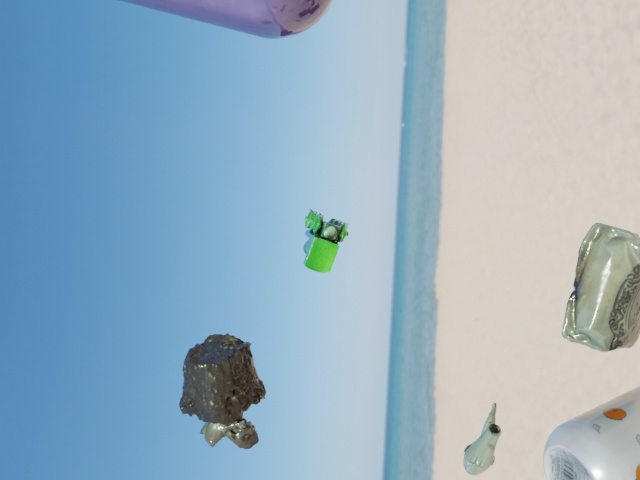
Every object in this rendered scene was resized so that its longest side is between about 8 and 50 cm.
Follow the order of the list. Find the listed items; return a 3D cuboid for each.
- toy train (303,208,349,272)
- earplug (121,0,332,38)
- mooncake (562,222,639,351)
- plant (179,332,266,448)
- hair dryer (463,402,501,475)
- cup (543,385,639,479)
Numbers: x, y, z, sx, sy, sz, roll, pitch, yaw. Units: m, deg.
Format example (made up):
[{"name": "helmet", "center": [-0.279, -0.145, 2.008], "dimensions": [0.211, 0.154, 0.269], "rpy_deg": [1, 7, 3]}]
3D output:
[{"name": "toy train", "center": [0.000, 0.000, 1.363], "dimensions": [0.251, 0.085, 0.119], "rpy_deg": [-148, 77, -83]}, {"name": "earplug", "center": [-0.191, -0.405, 0.836], "dimensions": [0.215, 0.456, 0.215], "rpy_deg": [22, -90, -78]}, {"name": "mooncake", "center": [0.610, 0.104, 1.284], "dimensions": [0.254, 0.136, 0.250], "rpy_deg": [11, -85, -56]}, {"name": "plant", "center": [-0.177, 0.281, 1.127], "dimensions": [0.131, 0.142, 0.203], "rpy_deg": [-22, -58, -52]}, {"name": "hair dryer", "center": [0.390, 0.425, 1.404], "dimensions": [0.199, 0.067, 0.167], "rpy_deg": [-55, -17, -33]}, {"name": "cup", "center": [0.621, 0.428, 1.248], "dimensions": [0.212, 0.317, 0.212], "rpy_deg": [166, 90, -68]}]
